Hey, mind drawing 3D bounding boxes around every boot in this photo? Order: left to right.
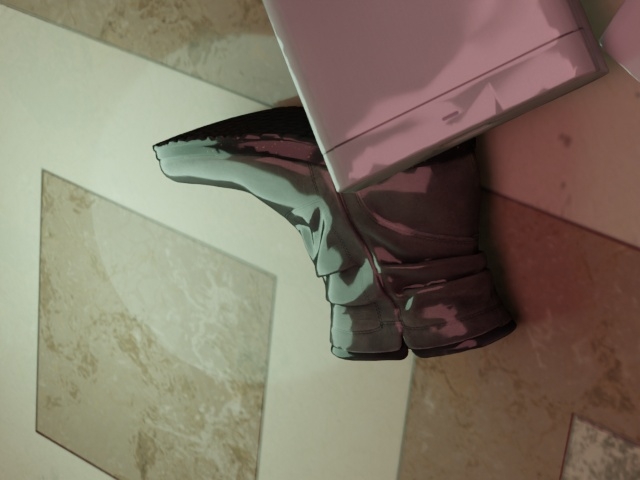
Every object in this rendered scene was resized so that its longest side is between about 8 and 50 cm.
[{"bbox_3d":[0.000,0.000,1.378,0.338,0.118,0.222,3,109,39],"label":"boot"}]

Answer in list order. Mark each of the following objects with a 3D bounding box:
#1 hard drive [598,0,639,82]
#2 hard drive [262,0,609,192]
[{"bbox_3d":[0.344,-0.191,1.062,0.203,0.040,0.307,45,130,19],"label":"hard drive"},{"bbox_3d":[0.051,-0.244,1.225,0.233,0.047,0.353,-25,81,27],"label":"hard drive"}]
